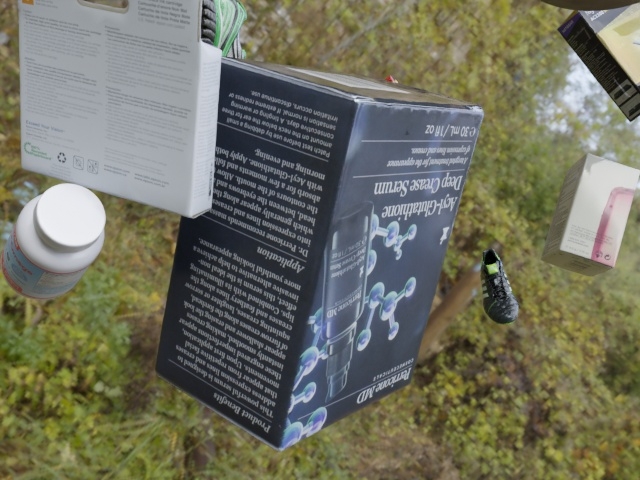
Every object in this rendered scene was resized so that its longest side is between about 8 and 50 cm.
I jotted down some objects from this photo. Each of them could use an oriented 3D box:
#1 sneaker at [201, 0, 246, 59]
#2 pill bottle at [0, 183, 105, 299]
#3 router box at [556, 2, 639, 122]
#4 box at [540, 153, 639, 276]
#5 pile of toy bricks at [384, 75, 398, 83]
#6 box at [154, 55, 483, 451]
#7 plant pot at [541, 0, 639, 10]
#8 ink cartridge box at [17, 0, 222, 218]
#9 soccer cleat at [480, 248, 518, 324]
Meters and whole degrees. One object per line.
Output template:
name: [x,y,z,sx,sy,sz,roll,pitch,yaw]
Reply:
sneaker: [-0.221,-0.345,1.584,0.146,0.343,0.134,-10,33,-40]
pill bottle: [-0.279,0.002,0.789,0.087,0.160,0.087,12,64,-26]
router box: [0.672,-0.418,1.516,0.243,0.309,0.081,54,-18,7]
box: [0.601,-0.053,1.680,0.127,0.232,0.148,19,-10,4]
pile of toy bricks: [0.161,-0.195,1.422,0.212,0.118,0.105,45,27,-26]
box: [0.000,0.000,0.919,0.212,0.395,0.293,23,20,32]
plant pot: [0.371,-0.520,0.993,0.323,0.323,0.280,48,4,26]
ink cartridge box: [-0.203,-0.155,0.745,0.223,0.224,0.045,17,25,20]
soccer cleat: [0.324,0.085,1.394,0.179,0.060,0.072,-90,164,-56]
